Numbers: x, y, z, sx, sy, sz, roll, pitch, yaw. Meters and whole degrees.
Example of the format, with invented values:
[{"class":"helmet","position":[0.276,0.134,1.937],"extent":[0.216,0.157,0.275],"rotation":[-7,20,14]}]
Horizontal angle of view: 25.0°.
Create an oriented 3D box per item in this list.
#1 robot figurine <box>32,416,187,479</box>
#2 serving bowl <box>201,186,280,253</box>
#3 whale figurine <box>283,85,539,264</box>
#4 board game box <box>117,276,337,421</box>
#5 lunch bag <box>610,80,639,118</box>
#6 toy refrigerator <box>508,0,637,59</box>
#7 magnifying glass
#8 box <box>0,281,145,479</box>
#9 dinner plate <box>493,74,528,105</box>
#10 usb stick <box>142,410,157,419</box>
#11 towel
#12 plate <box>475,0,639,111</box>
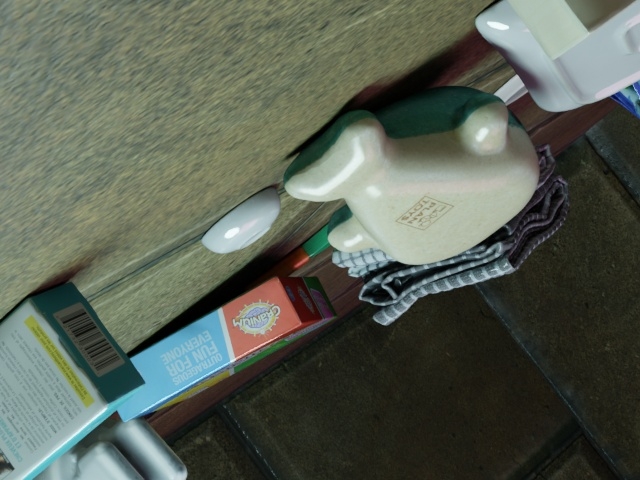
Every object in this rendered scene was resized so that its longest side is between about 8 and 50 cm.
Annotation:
[{"class":"robot figurine","position":[-0.328,0.368,1.923],"extent":[0.353,0.199,0.300],"rotation":[-41,176,35]},{"class":"serving bowl","position":[-0.067,-0.013,1.311],"extent":[0.083,0.027,0.083],"rotation":[-36,173,-5]},{"class":"whale figurine","position":[0.075,-0.077,1.309],"extent":[0.272,0.141,0.216],"rotation":[10,138,-48]},{"class":"board game box","position":[-0.116,0.128,1.794],"extent":[0.242,0.064,0.316],"rotation":[-29,175,7]},{"class":"lunch bag","position":[0.345,-0.217,1.521],"extent":[0.129,0.151,0.096],"rotation":[-36,175,-13]},{"class":"toy refrigerator","position":[0.261,-0.253,1.061],"extent":[0.270,0.094,0.102],"rotation":[-36,-179,-6]},{"class":"magnifying glass","position":[0.000,0.000,1.848],"extent":[0.231,0.026,0.092],"rotation":[-38,175,-3]},{"class":"box","position":[-0.252,0.144,1.099],"extent":[0.244,0.100,0.060],"rotation":[-39,174,25]},{"class":"dinner plate","position":[0.261,-0.202,1.819],"extent":[0.141,0.017,0.141],"rotation":[-35,174,-4]},{"class":"usb stick","position":[-0.170,0.167,2.037],"extent":[0.278,0.045,0.077],"rotation":[-39,-179,19]},{"class":"towel","position":[0.184,-0.010,1.912],"extent":[0.235,0.121,0.284],"rotation":[-16,-165,33]},{"class":"plate","position":[0.300,-0.213,1.314],"extent":[0.278,0.045,0.277],"rotation":[-30,159,13]}]
